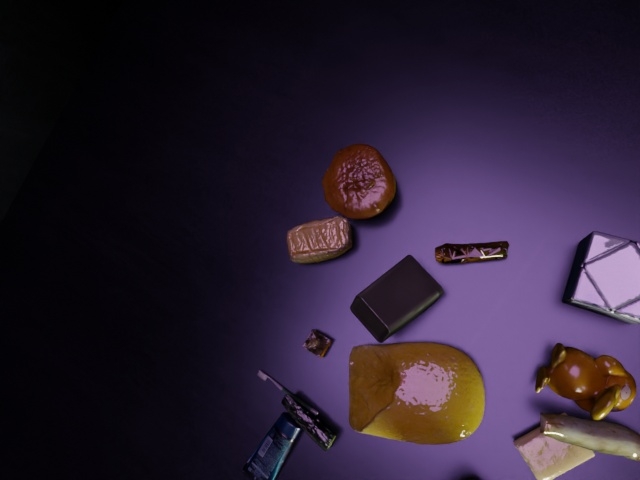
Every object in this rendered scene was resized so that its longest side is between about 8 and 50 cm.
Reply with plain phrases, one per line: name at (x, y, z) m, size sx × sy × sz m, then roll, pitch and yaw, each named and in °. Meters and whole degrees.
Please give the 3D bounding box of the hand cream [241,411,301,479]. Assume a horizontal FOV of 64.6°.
hand cream at (-0.162, 0.713, 1.707) m, size 0.120 × 0.061 × 0.270 m, roll 34°, pitch 97°, yaw 21°

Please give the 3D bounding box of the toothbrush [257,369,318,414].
toothbrush at (-0.114, 0.523, 1.740) m, size 0.257 × 0.018 × 0.024 m, roll 29°, pitch 93°, yaw 20°

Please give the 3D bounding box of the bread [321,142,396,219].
bread at (0.131, -0.186, 1.717) m, size 0.269 × 0.146 × 0.268 m, roll -4°, pitch 79°, yaw 21°

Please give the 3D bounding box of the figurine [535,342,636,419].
figurine at (0.743, 0.388, 1.409) m, size 0.228 × 0.215 × 0.215 m, roll 38°, pitch 94°, yaw 31°

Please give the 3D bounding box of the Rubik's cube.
Rubik's cube at (0.819, 0.107, 1.412) m, size 0.208 × 0.205 × 0.205 m, roll 19°, pitch 87°, yaw 19°

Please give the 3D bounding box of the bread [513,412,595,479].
bread at (0.668, 0.595, 1.454) m, size 0.178 × 0.060 × 0.139 m, roll -33°, pitch 74°, yaw 10°

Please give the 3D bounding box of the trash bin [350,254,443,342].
trash bin at (0.234, 0.184, 1.569) m, size 0.241 × 0.122 × 0.164 m, roll -33°, pitch 70°, yaw -30°

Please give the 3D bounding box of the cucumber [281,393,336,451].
cucumber at (-0.047, 0.599, 1.667) m, size 0.211 × 0.078 × 0.062 m, roll 35°, pitch 64°, yaw 17°

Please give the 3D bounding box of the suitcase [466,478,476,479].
suitcase at (0.425, 0.813, 1.373) m, size 0.236 × 0.297 × 0.161 m, roll 43°, pitch 103°, yaw 20°

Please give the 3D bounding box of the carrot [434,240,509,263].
carrot at (0.481, 0.037, 1.608) m, size 0.229 × 0.069 × 0.068 m, roll -5°, pitch 80°, yaw 16°

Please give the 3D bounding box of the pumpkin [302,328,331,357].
pumpkin at (-0.013, 0.349, 1.719) m, size 0.083 × 0.054 × 0.074 m, roll 27°, pitch 85°, yaw 25°

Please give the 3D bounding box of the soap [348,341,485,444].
soap at (0.285, 0.470, 1.570) m, size 0.428 × 0.115 × 0.305 m, roll -3°, pitch 77°, yaw 17°

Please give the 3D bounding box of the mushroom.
mushroom at (0.727, 0.522, 1.363) m, size 0.334 × 0.107 × 0.087 m, roll 14°, pitch 67°, yaw -8°

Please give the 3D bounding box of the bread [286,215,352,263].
bread at (0.000, 0.000, 1.745) m, size 0.237 × 0.106 × 0.139 m, roll -14°, pitch 76°, yaw 15°
